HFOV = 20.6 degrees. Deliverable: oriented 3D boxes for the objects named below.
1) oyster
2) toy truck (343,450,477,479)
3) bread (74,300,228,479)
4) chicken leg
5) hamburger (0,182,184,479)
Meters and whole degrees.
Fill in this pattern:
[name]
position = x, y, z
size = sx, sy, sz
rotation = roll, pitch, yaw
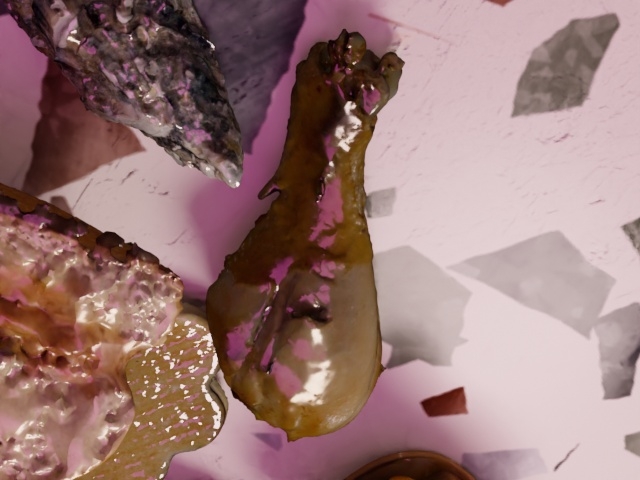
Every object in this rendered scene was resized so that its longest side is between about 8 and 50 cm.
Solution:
[oyster]
position = -0.181, -0.166, 1.595
size = 0.199, 0.087, 0.252
rotation = -7, 108, 4
[toy truck]
position = 0.094, 0.354, 1.808
size = 0.204, 0.212, 0.288
rotation = -41, 116, 20
[bread]
position = -0.219, 0.170, 1.785
size = 0.286, 0.056, 0.207
rotation = -15, 120, 4
[chicken leg]
position = 0.000, 0.000, 1.656
size = 0.201, 0.153, 0.429
rotation = 3, 113, -16
[hamburger]
position = -0.360, 0.055, 1.596
size = 0.445, 0.287, 0.268
rotation = 17, 94, -7
